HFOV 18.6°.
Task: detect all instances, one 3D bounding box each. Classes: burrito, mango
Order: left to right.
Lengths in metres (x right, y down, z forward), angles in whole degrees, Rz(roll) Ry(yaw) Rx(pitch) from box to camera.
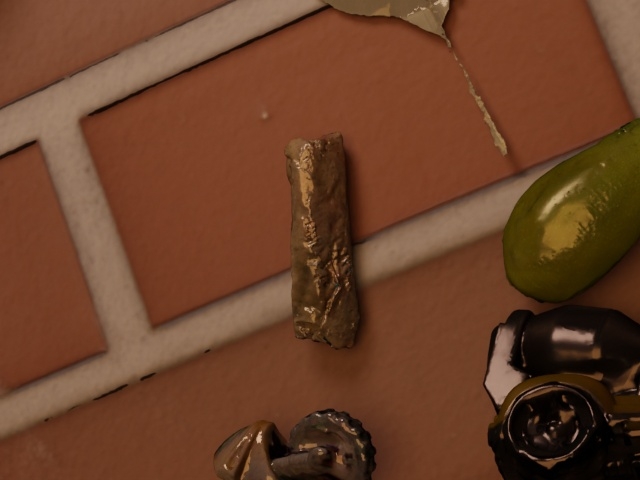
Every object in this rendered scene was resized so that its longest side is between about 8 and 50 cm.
[{"bbox_3d":[0.001,0.000,1.526,0.051,0.042,0.171,-2,90,-14],"label":"burrito"},{"bbox_3d":[0.200,-0.024,1.455,0.091,0.074,0.165,41,97,17],"label":"mango"}]

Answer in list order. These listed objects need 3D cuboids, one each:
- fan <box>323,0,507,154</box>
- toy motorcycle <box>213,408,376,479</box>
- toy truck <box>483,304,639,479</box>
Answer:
[{"bbox_3d":[0.080,-0.201,1.537,0.182,0.010,0.310,-27,76,13],"label":"fan"},{"bbox_3d":[-0.027,0.233,1.498,0.130,0.094,0.229,12,101,21],"label":"toy motorcycle"},{"bbox_3d":[0.231,0.117,1.411,0.224,0.147,0.165,-7,57,16],"label":"toy truck"}]
